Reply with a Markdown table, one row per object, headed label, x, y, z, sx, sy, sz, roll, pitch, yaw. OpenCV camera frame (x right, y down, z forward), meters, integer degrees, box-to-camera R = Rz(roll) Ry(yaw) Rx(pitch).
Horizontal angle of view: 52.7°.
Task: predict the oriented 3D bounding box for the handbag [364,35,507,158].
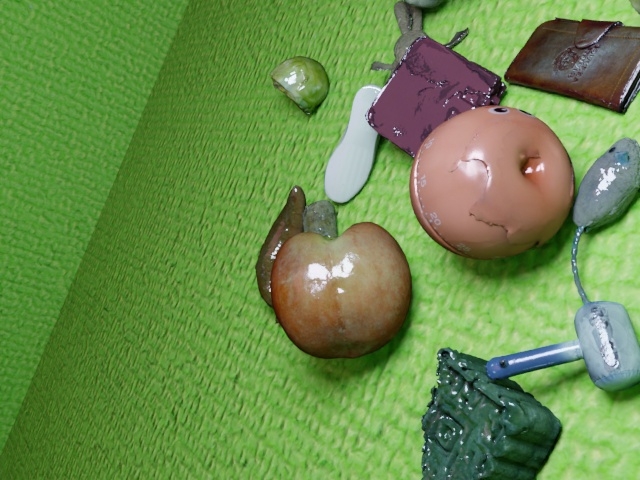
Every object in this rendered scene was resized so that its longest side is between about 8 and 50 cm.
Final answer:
| label | x | y | z | sx | sy | sz | roll | pitch | yaw |
| --- | --- | --- | --- | --- | --- | --- | --- | --- | --- |
| handbag | 0.214 | -0.248 | 1.202 | 0.216 | 0.074 | 0.203 | 40 | 108 | 30 |

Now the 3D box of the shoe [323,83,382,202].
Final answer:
| label | x | y | z | sx | sy | sz | roll | pitch | yaw |
| --- | --- | --- | --- | --- | --- | --- | --- | --- | --- |
| shoe | 0.087 | -0.212 | 1.404 | 0.110 | 0.095 | 0.265 | -55 | -12 | -66 |

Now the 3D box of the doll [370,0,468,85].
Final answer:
| label | x | y | z | sx | sy | sz | roll | pitch | yaw |
| --- | --- | --- | --- | --- | --- | --- | --- | --- | --- |
| doll | 0.188 | -0.408 | 1.372 | 0.203 | 0.091 | 0.286 | -28 | 52 | -4 |

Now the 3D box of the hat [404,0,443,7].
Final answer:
| label | x | y | z | sx | sy | sz | roll | pitch | yaw |
| --- | --- | --- | --- | --- | --- | --- | --- | --- | --- |
| hat | 0.215 | -0.546 | 1.342 | 0.252 | 0.252 | 0.110 | -105 | 24 | -43 |

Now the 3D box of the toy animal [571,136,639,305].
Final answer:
| label | x | y | z | sx | sy | sz | roll | pitch | yaw |
| --- | --- | --- | --- | --- | --- | --- | --- | --- | --- |
| toy animal | 0.387 | -0.026 | 0.899 | 0.079 | 0.070 | 0.253 | 10 | 81 | 71 |

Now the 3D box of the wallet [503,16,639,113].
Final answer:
| label | x | y | z | sx | sy | sz | roll | pitch | yaw |
| --- | --- | --- | --- | --- | --- | --- | --- | --- | --- |
| wallet | 0.417 | -0.295 | 1.044 | 0.137 | 0.031 | 0.255 | -61 | 35 | 8 |

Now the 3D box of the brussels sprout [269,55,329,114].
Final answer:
| label | x | y | z | sx | sy | sz | roll | pitch | yaw |
| --- | --- | --- | --- | --- | --- | --- | --- | --- | --- |
| brussels sprout | -0.046 | -0.409 | 1.640 | 0.151 | 0.149 | 0.122 | 43 | 91 | 15 |

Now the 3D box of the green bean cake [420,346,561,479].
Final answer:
| label | x | y | z | sx | sy | sz | roll | pitch | yaw |
| --- | --- | --- | --- | --- | --- | --- | --- | --- | --- |
| green bean cake | 0.207 | 0.282 | 0.921 | 0.193 | 0.107 | 0.208 | 35 | 101 | 54 |

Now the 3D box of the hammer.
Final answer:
| label | x | y | z | sx | sy | sz | roll | pitch | yaw |
| --- | --- | --- | --- | --- | --- | --- | --- | --- | --- |
| hammer | 0.312 | 0.152 | 0.844 | 0.194 | 0.069 | 0.116 | -18 | 54 | 20 |

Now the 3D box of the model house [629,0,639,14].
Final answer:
| label | x | y | z | sx | sy | sz | roll | pitch | yaw |
| --- | --- | --- | --- | --- | --- | --- | --- | --- | --- |
| model house | 0.521 | -0.391 | 0.833 | 0.211 | 0.194 | 0.170 | -45 | 52 | 10 |

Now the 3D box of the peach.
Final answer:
| label | x | y | z | sx | sy | sz | roll | pitch | yaw |
| --- | --- | --- | --- | --- | --- | --- | --- | --- | --- |
| peach | 0.039 | 0.090 | 1.140 | 0.252 | 0.252 | 0.252 | -30 | 48 | 41 |

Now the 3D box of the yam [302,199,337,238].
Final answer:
| label | x | y | z | sx | sy | sz | roll | pitch | yaw |
| --- | --- | --- | --- | --- | --- | --- | --- | --- | --- |
| yam | 0.000 | 0.000 | 1.392 | 0.078 | 0.078 | 0.179 | -31 | 48 | 40 |

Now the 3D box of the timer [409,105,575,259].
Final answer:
| label | x | y | z | sx | sy | sz | roll | pitch | yaw |
| --- | --- | --- | --- | --- | --- | --- | --- | --- | --- |
| timer | 0.252 | -0.084 | 0.963 | 0.215 | 0.230 | 0.229 | -12 | 59 | 68 |

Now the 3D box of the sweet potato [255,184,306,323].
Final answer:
| label | x | y | z | sx | sy | sz | roll | pitch | yaw |
| --- | --- | --- | --- | --- | --- | --- | --- | --- | --- |
| sweet potato | -0.090 | 0.034 | 1.473 | 0.124 | 0.098 | 0.310 | -4 | 72 | 59 |
